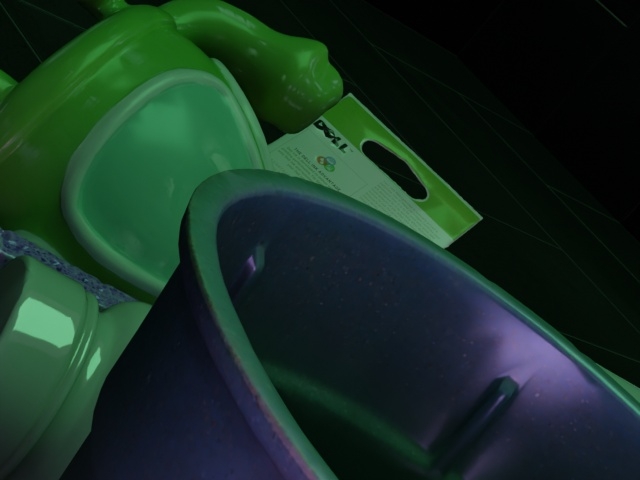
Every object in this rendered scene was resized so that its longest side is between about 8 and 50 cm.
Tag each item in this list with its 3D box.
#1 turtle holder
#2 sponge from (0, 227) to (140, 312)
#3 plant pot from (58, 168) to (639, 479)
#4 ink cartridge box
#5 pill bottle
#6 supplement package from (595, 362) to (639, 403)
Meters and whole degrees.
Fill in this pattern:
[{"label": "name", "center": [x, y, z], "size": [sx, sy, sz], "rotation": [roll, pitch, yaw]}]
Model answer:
[{"label": "turtle holder", "center": [-0.139, -0.042, 1.118], "size": [0.227, 0.243, 0.320], "rotation": [42, 30, 2]}, {"label": "sponge", "center": [-0.153, 0.085, 1.001], "size": [0.210, 0.117, 0.031], "rotation": [32, 25, -27]}, {"label": "plant pot", "center": [-0.012, 0.207, 0.594], "size": [0.341, 0.334, 0.341], "rotation": [37, 15, -12]}, {"label": "ink cartridge box", "center": [0.000, 0.000, 1.406], "size": [0.189, 0.097, 0.255], "rotation": [44, 47, 12]}, {"label": "pill bottle", "center": [-0.093, 0.137, 0.920], "size": [0.283, 0.160, 0.160], "rotation": [34, 17, -21]}, {"label": "supplement package", "center": [0.323, 0.258, 1.568], "size": [0.262, 0.145, 0.204], "rotation": [29, 19, -33]}]
